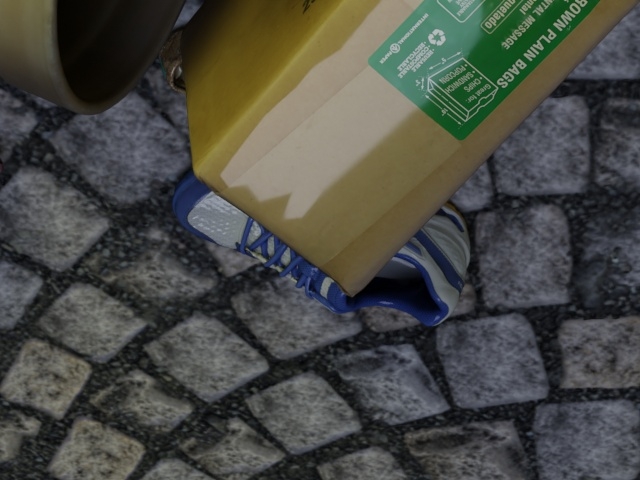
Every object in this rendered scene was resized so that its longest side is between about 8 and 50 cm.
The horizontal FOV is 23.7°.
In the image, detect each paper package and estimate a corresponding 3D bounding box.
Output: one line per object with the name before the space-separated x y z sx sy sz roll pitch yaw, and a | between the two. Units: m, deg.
paper package | 0.054 -0.172 1.158 0.168 0.309 0.325 36 109 -23

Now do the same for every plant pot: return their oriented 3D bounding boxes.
plant pot | -0.251 -0.289 1.150 0.280 0.323 0.323 19 132 11

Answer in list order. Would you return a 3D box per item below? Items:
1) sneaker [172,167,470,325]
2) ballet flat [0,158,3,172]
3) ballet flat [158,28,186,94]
sneaker | 0.000 0.000 1.463 0.297 0.131 0.112 10 133 -2
ballet flat | -0.404 -0.118 1.441 0.222 0.077 0.079 16 110 -8
ballet flat | -0.045 -0.148 1.378 0.206 0.067 0.073 2 130 3
